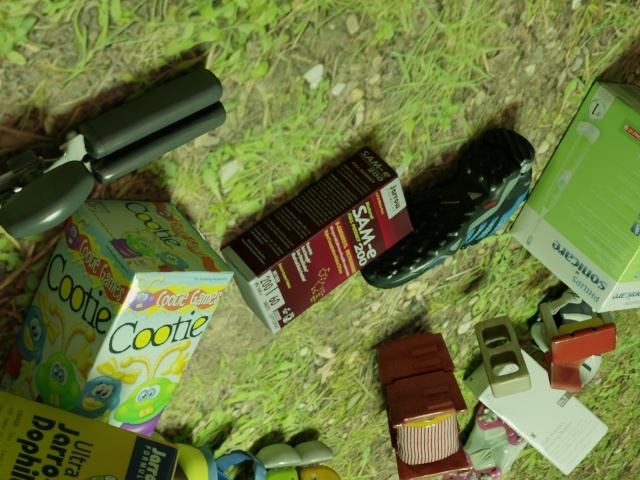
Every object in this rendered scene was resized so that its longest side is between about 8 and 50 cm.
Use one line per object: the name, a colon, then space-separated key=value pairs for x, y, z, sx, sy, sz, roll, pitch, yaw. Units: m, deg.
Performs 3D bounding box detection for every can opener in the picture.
can opener: x=-0.214 y=-0.084 z=1.377 sx=0.283 sy=0.095 sz=0.076 roll=-29 pitch=143 yaw=-20

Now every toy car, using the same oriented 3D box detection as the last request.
toy car: x=-0.053 y=0.400 z=2.028 sx=0.136 sy=0.159 sz=0.182 roll=-22 pitch=163 yaw=39

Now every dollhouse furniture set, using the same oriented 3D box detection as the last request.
dollhouse furniture set: x=0.281 y=0.235 z=2.044 sx=0.374 sy=0.152 sz=0.201 roll=-13 pitch=141 yaw=1

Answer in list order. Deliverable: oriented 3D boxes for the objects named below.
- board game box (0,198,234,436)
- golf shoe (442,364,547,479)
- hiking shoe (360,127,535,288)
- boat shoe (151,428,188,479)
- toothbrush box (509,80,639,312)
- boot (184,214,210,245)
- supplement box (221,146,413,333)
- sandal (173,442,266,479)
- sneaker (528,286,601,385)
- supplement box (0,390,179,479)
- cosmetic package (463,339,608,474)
board game box: x=-0.242 y=0.105 z=1.504 sx=0.142 sy=0.144 sz=0.275 roll=2 pitch=125 yaw=-45
golf shoe: x=0.329 y=0.350 z=2.392 sx=0.306 sy=0.115 sz=0.140 roll=-55 pitch=169 yaw=11
hiking shoe: x=0.190 y=-0.019 z=1.834 sx=0.304 sy=0.113 sz=0.132 roll=-37 pitch=144 yaw=-9
boat shoe: x=-0.328 y=0.359 z=1.700 sx=0.342 sy=0.123 sz=0.123 roll=-18 pitch=138 yaw=-33
toothbrush box: x=0.447 y=-0.066 z=1.964 sx=0.122 sy=0.206 sz=0.283 roll=-1 pitch=126 yaw=-45
boot: x=-0.173 y=0.026 z=1.582 sx=0.087 sy=0.042 sz=0.118 roll=-36 pitch=144 yaw=-7
supplement box: x=0.000 y=0.000 z=1.700 sx=0.239 sy=0.073 sz=0.130 roll=-37 pitch=144 yaw=-12
sandal: x=-0.153 y=0.413 z=1.915 sx=0.138 sy=0.126 sz=0.317 roll=-9 pitch=137 yaw=-20
sneaker: x=0.420 y=0.180 z=2.293 sx=0.153 sy=0.094 sz=0.235 roll=-20 pitch=139 yaw=-28
supplement box: x=-0.356 y=0.293 z=1.385 sx=0.356 sy=0.195 sz=0.194 roll=18 pitch=120 yaw=-7
cosmetic package: x=0.372 y=0.285 z=2.256 sx=0.231 sy=0.085 sz=0.117 roll=40 pitch=92 yaw=-18
